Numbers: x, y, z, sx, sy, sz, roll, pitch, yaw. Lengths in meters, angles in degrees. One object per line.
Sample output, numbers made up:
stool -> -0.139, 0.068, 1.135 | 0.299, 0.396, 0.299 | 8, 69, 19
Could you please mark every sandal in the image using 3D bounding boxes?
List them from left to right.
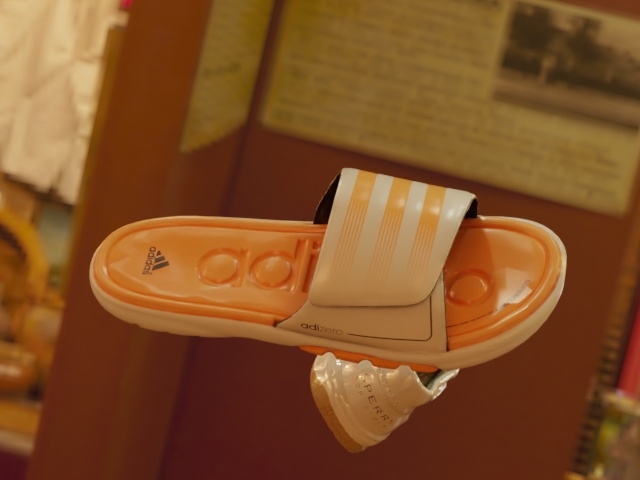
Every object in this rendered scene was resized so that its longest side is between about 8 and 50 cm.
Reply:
sandal -> -0.002, 0.008, 1.003 | 0.265, 0.076, 0.102 | 1, 50, 9

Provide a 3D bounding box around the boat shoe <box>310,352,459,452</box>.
boat shoe -> 0.082, 0.052, 1.357 | 0.096, 0.098, 0.277 | -24, 20, 29
